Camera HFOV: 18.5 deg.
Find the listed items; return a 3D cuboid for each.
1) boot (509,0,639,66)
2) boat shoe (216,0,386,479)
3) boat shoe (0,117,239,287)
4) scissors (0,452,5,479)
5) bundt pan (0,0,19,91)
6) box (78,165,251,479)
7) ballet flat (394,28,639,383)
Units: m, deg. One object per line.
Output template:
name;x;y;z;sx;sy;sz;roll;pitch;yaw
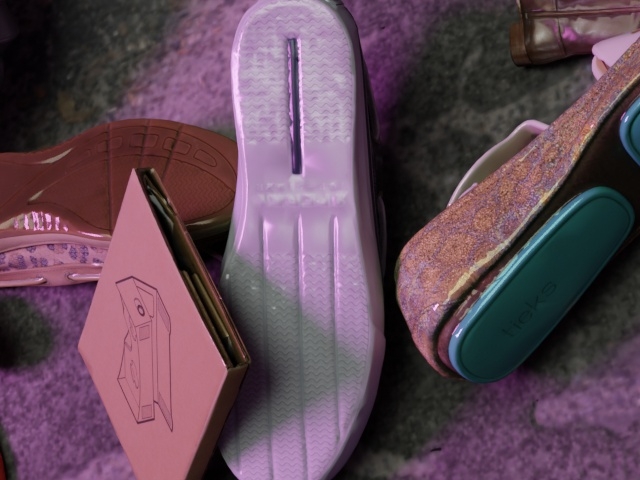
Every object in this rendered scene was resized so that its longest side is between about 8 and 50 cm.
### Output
boot;0.182;-0.169;1.307;0.114;0.037;0.106;-5;85;31
boat shoe;0.000;0.000;1.308;0.121;0.119;0.335;7;97;17
boat shoe;-0.165;-0.018;1.427;0.285;0.089;0.104;-3;56;24
scissors;-0.320;0.098;1.505;0.109;0.021;0.297;-36;59;17
bundt pan;-0.361;-0.191;1.506;0.331;0.124;0.331;9;108;32
box;-0.109;0.075;1.317;0.164;0.021;0.201;61;149;29
ballet flat;0.180;-0.058;1.234;0.348;0.123;0.123;-44;59;9
